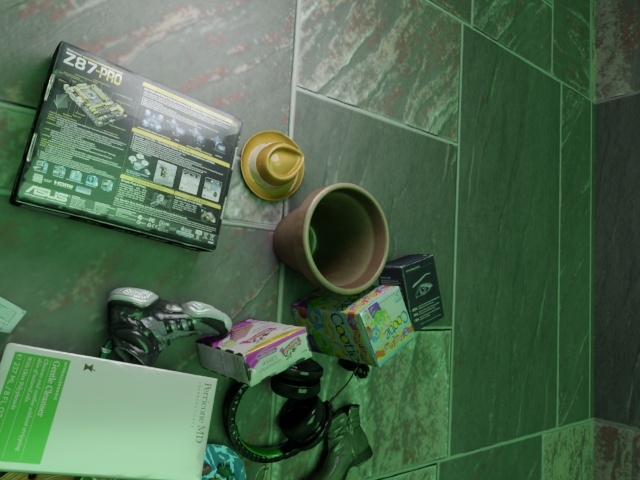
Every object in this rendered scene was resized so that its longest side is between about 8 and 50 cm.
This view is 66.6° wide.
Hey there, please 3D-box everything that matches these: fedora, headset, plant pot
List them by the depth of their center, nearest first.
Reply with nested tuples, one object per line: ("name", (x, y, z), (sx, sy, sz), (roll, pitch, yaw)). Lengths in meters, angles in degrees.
("plant pot", (0.000, 0.000, 1.209), (0.263, 0.229, 0.263), (2, 87, -38))
("fedora", (-0.104, -0.194, 1.232), (0.194, 0.079, 0.194), (2, 86, -38))
("headset", (-0.056, 0.389, 1.235), (0.394, 0.185, 0.243), (-16, 102, -22))

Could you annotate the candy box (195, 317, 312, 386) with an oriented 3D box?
("candy box", (-0.153, 0.238, 1.076), (0.159, 0.233, 0.071), (-18, 99, -37))

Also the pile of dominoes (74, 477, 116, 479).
("pile of dominoes", (-0.386, 0.418, 0.972), (0.196, 0.040, 0.251), (52, 58, -21))

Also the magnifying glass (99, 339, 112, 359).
("magnifying glass", (-0.396, 0.309, 1.017), (0.092, 0.026, 0.231), (-15, 98, -37))

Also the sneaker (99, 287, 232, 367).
("sneaker", (-0.319, 0.201, 1.016), (0.269, 0.101, 0.153), (21, 59, -30))

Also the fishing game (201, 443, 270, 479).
("fishing game", (-0.243, 0.540, 1.055), (0.264, 0.041, 0.189), (26, 57, -16))

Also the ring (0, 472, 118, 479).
("ring", (-0.507, 0.567, 0.915), (0.337, 0.032, 0.336), (3, 86, -39))

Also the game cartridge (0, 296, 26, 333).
("game cartridge", (-0.588, 0.130, 0.881), (0.083, 0.017, 0.056), (43, 60, -28))

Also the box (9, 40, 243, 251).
("box", (-0.376, -0.172, 1.011), (0.395, 0.097, 0.318), (16, 80, -36))

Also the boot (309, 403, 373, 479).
("boot", (0.031, 0.556, 1.315), (0.246, 0.083, 0.161), (-22, 94, -42))

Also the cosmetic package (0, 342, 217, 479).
("cosmetic package", (-0.395, 0.323, 0.881), (0.366, 0.155, 0.197), (17, 61, -26))

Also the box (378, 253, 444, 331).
("box", (0.277, 0.157, 1.493), (0.153, 0.108, 0.207), (-15, 96, -37))

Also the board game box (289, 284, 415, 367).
("board game box", (0.074, 0.201, 1.228), (0.144, 0.275, 0.142), (-29, 106, -36))
